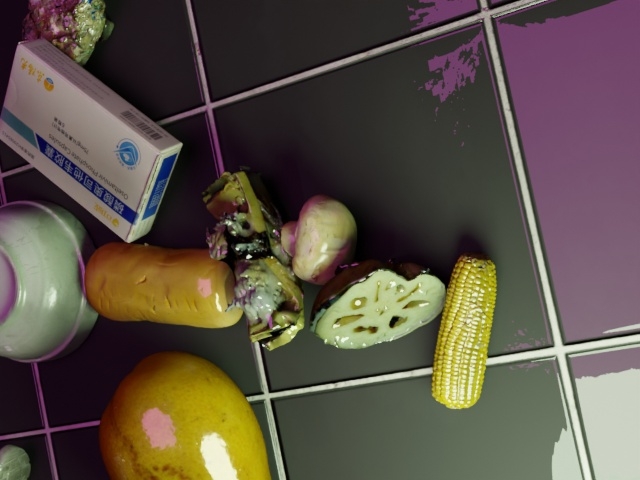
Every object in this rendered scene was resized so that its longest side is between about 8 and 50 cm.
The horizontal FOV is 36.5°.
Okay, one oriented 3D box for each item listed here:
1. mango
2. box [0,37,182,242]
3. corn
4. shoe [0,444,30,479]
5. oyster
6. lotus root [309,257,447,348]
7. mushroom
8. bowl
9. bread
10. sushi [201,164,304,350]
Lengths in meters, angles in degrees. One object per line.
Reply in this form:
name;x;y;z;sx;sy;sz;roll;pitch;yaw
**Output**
mango;-0.205;0.363;1.568;0.264;0.221;0.378;-33;86;21
box;-0.409;-0.176;1.688;0.343;0.065;0.200;37;124;16
corn;0.210;0.133;1.413;0.080;0.080;0.231;12;99;27
shoe;-0.645;0.466;1.865;0.126;0.099;0.227;33;111;20
oyster;-0.461;-0.391;1.739;0.260;0.092;0.198;-23;78;30
lotus root;0.080;0.078;1.445;0.204;0.183;0.077;-31;51;20
mushroom;0.000;0.000;1.487;0.112;0.148;0.147;2;94;16
bowl;-0.562;0.077;1.777;0.307;0.163;0.307;0;91;25
bread;-0.274;0.076;1.662;0.305;0.091;0.141;2;98;28
sushi;-0.116;0.035;1.545;0.139;0.131;0.290;-30;77;41
